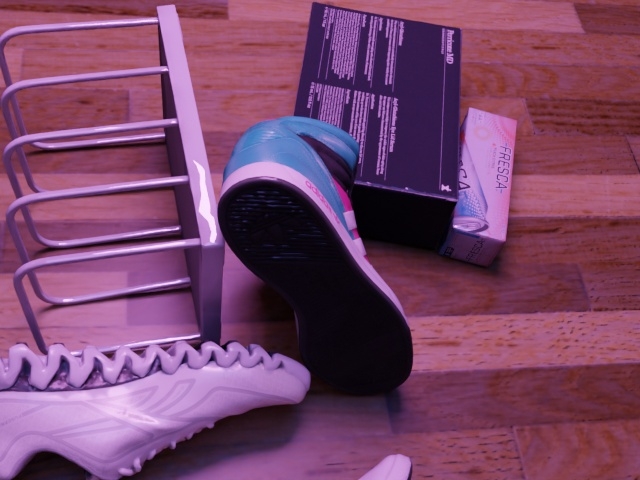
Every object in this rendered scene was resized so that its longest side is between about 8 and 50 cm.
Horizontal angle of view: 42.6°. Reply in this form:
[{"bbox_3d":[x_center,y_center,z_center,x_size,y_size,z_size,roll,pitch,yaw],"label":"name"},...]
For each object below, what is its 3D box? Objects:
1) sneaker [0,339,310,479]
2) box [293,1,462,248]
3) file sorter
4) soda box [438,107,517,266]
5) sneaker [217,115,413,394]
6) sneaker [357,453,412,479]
[{"bbox_3d":[-0.153,0.149,0.724,0.292,0.110,0.118,-1,75,-12],"label":"sneaker"},{"bbox_3d":[0.060,-0.136,0.936,0.184,0.103,0.261,9,56,-1],"label":"box"},{"bbox_3d":[-0.199,-0.049,0.780,0.173,0.193,0.277,-9,59,-13],"label":"file sorter"},{"bbox_3d":[0.181,-0.064,0.938,0.063,0.058,0.183,15,55,-1],"label":"soda box"},{"bbox_3d":[0.000,0.000,0.763,0.124,0.295,0.178,-17,40,15],"label":"sneaker"},{"bbox_3d":[-0.005,0.251,0.694,0.094,0.080,0.212,30,58,23],"label":"sneaker"}]
